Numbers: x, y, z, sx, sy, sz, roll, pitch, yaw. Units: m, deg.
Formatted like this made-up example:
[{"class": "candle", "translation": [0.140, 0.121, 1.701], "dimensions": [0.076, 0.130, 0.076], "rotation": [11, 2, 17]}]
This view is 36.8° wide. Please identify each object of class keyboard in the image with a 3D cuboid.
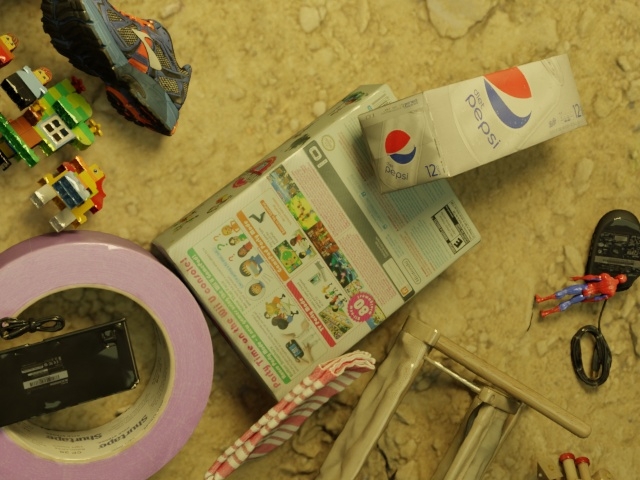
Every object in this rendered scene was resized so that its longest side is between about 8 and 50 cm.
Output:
[{"class": "keyboard", "translation": [-0.277, 0.120, 0.955], "dimensions": [0.180, 0.023, 0.108], "rotation": [-15, 110, -18]}]

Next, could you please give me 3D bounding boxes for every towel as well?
[{"class": "towel", "translation": [-0.032, 0.195, 1.061], "dimensions": [0.197, 0.144, 0.029], "rotation": [-44, 76, 15]}]

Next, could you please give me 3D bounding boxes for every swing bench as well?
[{"class": "swing bench", "translation": [0.133, 0.252, 1.148], "dimensions": [0.254, 0.165, 0.253], "rotation": [32, 88, -16]}]

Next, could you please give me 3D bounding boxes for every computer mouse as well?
[{"class": "computer mouse", "translation": [0.375, 0.076, 1.269], "dimensions": [0.071, 0.041, 0.242], "rotation": [10, 104, 3]}]

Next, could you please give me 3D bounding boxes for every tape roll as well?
[{"class": "tape roll", "translation": [-0.257, 0.130, 1.023], "dimensions": [0.274, 0.090, 0.275], "rotation": [-3, 100, -18]}]

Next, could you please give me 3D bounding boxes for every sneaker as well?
[{"class": "sneaker", "translation": [-0.200, -0.198, 0.965], "dimensions": [0.087, 0.083, 0.221], "rotation": [-64, 152, -18]}]

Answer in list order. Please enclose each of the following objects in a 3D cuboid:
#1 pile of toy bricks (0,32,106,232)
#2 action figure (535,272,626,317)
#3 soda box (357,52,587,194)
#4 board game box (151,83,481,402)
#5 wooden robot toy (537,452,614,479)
[{"class": "pile of toy bricks", "translation": [-0.274, -0.127, 0.976], "dimensions": [0.212, 0.118, 0.105], "rotation": [53, 48, -10]}, {"class": "action figure", "translation": [0.336, 0.065, 1.236], "dimensions": [0.115, 0.030, 0.038], "rotation": [-18, 103, 13]}, {"class": "soda box", "translation": [0.176, -0.133, 1.060], "dimensions": [0.286, 0.098, 0.091], "rotation": [-21, 96, -43]}, {"class": "board game box", "translation": [0.000, 0.000, 1.089], "dimensions": [0.303, 0.097, 0.224], "rotation": [-38, 109, -11]}, {"class": "wooden robot toy", "translation": [0.342, 0.342, 1.299], "dimensions": [0.173, 0.076, 0.079], "rotation": [20, 127, -22]}]
